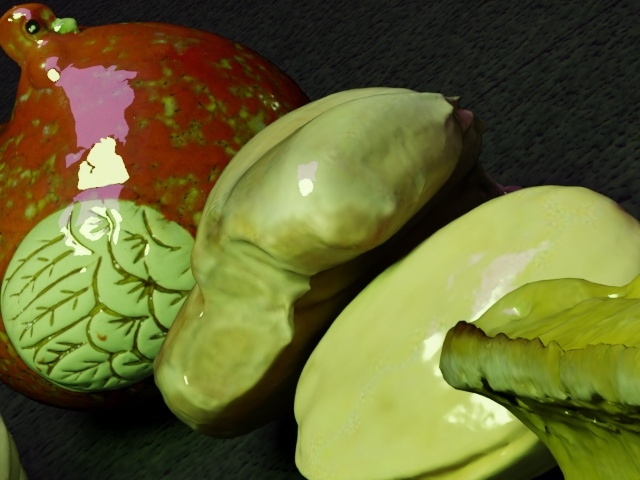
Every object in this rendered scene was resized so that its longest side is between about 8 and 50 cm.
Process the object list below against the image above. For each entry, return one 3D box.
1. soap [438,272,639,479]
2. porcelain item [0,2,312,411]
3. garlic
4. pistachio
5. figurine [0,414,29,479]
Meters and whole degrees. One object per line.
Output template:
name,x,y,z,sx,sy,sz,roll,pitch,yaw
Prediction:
soap,0.233,0.029,0.680,0.304,0.169,0.338,-21,3,-13
porcelain item,-0.124,-0.035,1.163,0.253,0.253,0.253,-30,26,17
garlic,0.000,0.000,1.009,0.228,0.110,0.217,-22,-29,-53
pistachio,0.071,0.055,0.897,0.200,0.117,0.145,-32,13,15
figurine,-0.299,0.204,1.027,0.253,0.211,0.361,2,47,54
